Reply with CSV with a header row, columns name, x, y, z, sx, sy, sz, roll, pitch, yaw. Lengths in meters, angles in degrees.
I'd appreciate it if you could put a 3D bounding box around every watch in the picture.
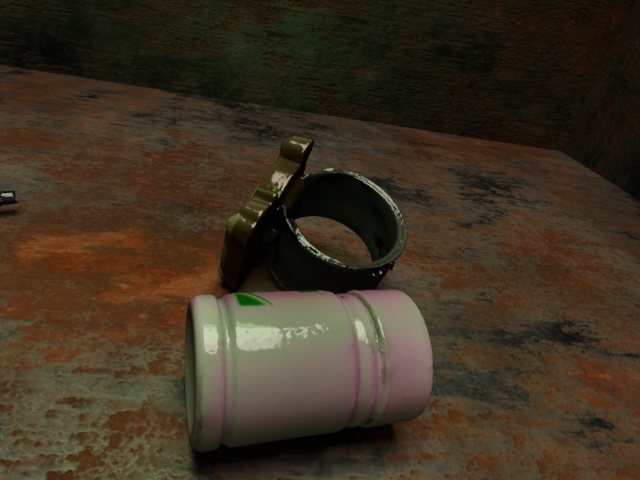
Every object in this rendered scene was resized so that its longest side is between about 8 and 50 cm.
name,x,y,z,sx,sy,sz,roll,pitch,yaw
watch,0.000,0.000,0.991,0.327,0.314,0.335,27,46,4

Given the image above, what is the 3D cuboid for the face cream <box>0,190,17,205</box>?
name,x,y,z,sx,sy,sz,roll,pitch,yaw
face cream,-0.796,-0.077,0.965,0.273,0.078,0.078,-11,37,-35

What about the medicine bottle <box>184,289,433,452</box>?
name,x,y,z,sx,sy,sz,roll,pitch,yaw
medicine bottle,-0.027,0.178,0.682,0.325,0.212,0.212,-1,32,-19
